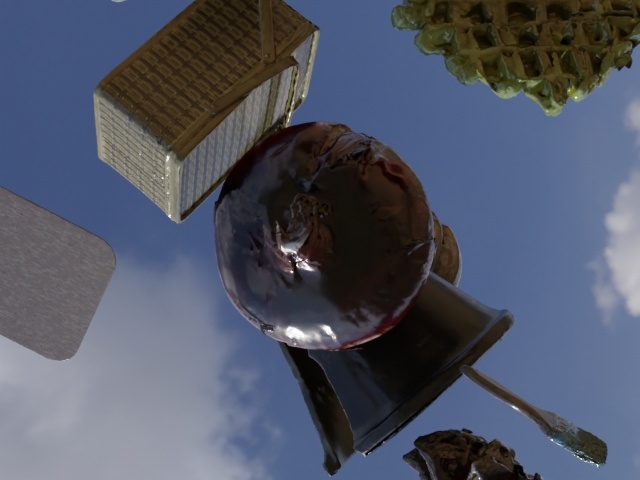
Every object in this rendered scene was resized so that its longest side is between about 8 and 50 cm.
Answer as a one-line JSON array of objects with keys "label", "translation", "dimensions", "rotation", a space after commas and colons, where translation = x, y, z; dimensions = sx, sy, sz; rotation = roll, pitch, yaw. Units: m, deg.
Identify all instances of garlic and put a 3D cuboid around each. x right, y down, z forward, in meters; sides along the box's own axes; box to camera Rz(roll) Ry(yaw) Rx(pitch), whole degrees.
[{"label": "garlic", "translation": [0.166, 0.049, 2.007], "dimensions": [0.214, 0.191, 0.160], "rotation": [41, 177, -35]}]

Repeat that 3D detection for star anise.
[{"label": "star anise", "translation": [0.263, 0.370, 1.670], "dimensions": [0.331, 0.332, 0.117], "rotation": [47, -108, -16]}]

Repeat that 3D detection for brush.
[{"label": "brush", "translation": [0.247, 0.199, 1.369], "dimensions": [0.196, 0.021, 0.070], "rotation": [33, -163, 5]}]

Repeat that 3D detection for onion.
[{"label": "onion", "translation": [0.000, 0.000, 1.551], "dimensions": [0.314, 0.314, 0.232], "rotation": [60, -165, 0]}]

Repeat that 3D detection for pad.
[{"label": "pad", "translation": [-0.359, 0.015, 1.258], "dimensions": [0.266, 0.176, 0.002], "rotation": [27, -152, -3]}]

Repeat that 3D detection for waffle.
[{"label": "waffle", "translation": [0.260, -0.290, 1.500], "dimensions": [0.297, 0.073, 0.317], "rotation": [34, -129, 23]}]

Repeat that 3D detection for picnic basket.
[{"label": "picnic basket", "translation": [-0.149, -0.205, 1.677], "dimensions": [0.175, 0.228, 0.313], "rotation": [39, -113, 10]}]

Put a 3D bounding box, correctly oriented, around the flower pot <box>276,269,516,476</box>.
[{"label": "flower pot", "translation": [0.086, 0.147, 1.796], "dimensions": [0.251, 0.379, 0.379], "rotation": [50, -143, 7]}]
